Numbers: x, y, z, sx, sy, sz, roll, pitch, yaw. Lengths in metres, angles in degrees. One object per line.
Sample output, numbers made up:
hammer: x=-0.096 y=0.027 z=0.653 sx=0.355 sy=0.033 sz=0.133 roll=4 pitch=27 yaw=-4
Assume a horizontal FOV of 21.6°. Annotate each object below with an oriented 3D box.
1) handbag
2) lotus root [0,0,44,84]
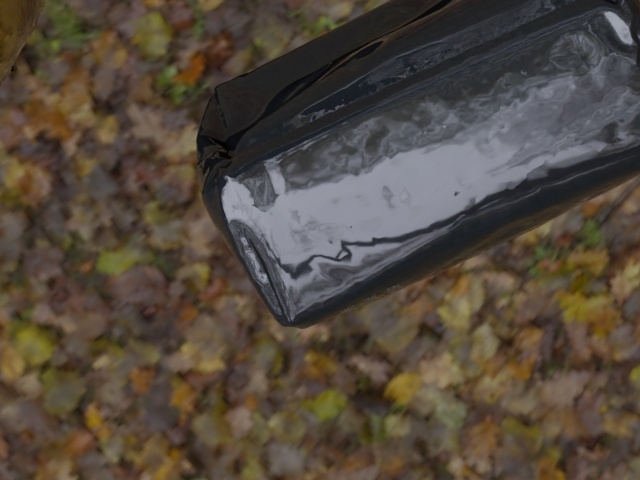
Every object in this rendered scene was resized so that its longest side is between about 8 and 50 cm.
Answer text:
handbag: x=0.073 y=-0.068 z=1.151 sx=0.302 sy=0.275 sz=0.178 roll=-26 pitch=103 yaw=1
lotus root: x=-0.416 y=-0.229 z=1.593 sx=0.316 sy=0.250 sz=0.316 roll=-1 pitch=107 yaw=-4
